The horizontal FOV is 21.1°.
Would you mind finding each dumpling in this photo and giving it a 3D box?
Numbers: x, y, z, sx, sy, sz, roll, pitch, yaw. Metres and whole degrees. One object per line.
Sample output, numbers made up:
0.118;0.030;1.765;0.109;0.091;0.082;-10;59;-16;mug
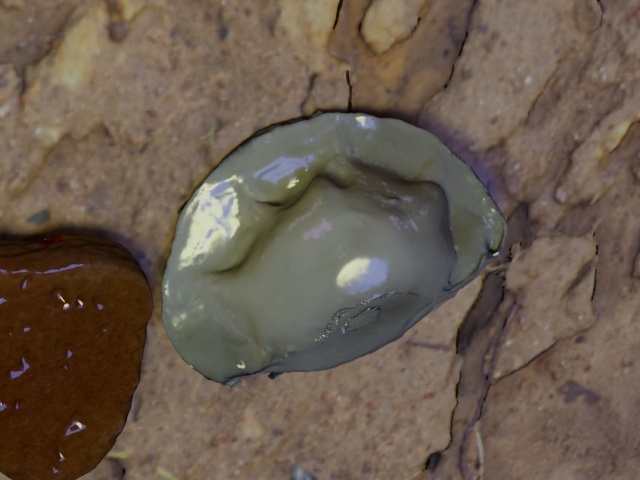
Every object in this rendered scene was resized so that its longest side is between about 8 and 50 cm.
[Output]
0.000;0.000;1.185;0.247;0.142;0.172;-25;89;-3;dumpling

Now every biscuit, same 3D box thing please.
-0.255;0.115;1.160;0.277;0.052;0.262;-6;123;-22;biscuit
